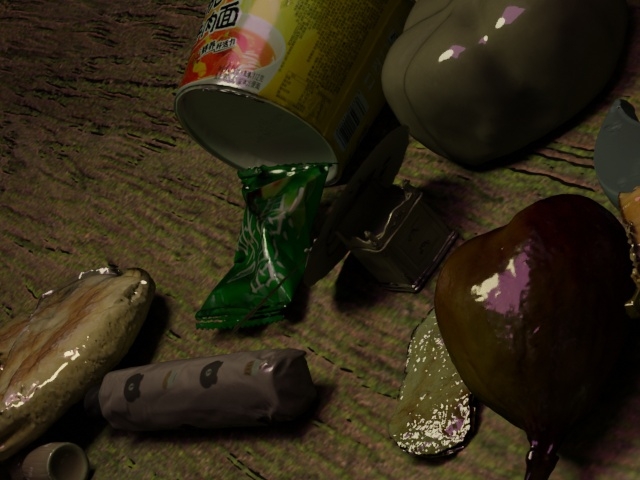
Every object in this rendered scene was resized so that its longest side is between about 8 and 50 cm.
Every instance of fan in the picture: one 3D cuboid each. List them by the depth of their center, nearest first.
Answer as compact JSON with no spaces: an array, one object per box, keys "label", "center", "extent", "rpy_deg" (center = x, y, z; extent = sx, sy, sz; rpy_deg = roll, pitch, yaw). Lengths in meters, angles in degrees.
[{"label":"fan","center":[-0.001,0.000,1.634],"extent":[0.329,0.009,0.191],"rpy_deg":[-46,-16,-42]}]

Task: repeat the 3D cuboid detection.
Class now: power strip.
[{"label":"power strip","center":[0.336,-0.083,1.421],"extent":[0.253,0.054,0.167],"rpy_deg":[-14,41,45]}]

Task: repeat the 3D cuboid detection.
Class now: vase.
[{"label":"vase","center":[-0.293,0.243,1.813],"extent":[0.101,0.053,0.053],"rpy_deg":[-11,40,53]}]

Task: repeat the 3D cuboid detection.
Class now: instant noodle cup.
[{"label":"instant noodle cup","center":[-0.033,-0.192,1.899],"extent":[0.264,0.264,0.200],"rpy_deg":[-6,54,51]}]

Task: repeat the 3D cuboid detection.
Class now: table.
[{"label":"table","center":[0.073,-0.007,1.637],"extent":[0.079,0.083,0.062],"rpy_deg":[-53,28,-20]}]

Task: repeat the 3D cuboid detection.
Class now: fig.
[{"label":"fig","center":[0.166,0.094,1.324],"extent":[0.170,0.145,0.274],"rpy_deg":[-24,46,37]}]

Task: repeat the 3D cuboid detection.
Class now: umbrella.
[{"label":"umbrella","center":[-0.131,0.154,1.700],"extent":[0.337,0.067,0.073],"rpy_deg":[-10,84,48]}]

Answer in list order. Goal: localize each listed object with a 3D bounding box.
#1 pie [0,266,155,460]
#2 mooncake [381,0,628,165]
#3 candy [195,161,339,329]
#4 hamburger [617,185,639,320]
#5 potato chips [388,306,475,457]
[{"label":"pie","center":[-0.322,0.139,1.940],"extent":[0.337,0.075,0.337],"rpy_deg":[-28,20,11]},{"label":"mooncake","center":[0.183,-0.204,1.726],"extent":[0.275,0.135,0.275],"rpy_deg":[-34,24,17]},{"label":"candy","center":[-0.054,0.007,1.807],"extent":[0.141,0.078,0.203],"rpy_deg":[-24,42,54]},{"label":"hamburger","center":[0.290,0.053,1.230],"extent":[0.131,0.124,0.262],"rpy_deg":[-14,38,10]},{"label":"potato chips","center":[0.118,0.105,1.482],"extent":[0.142,0.026,0.209],"rpy_deg":[-37,25,19]}]
